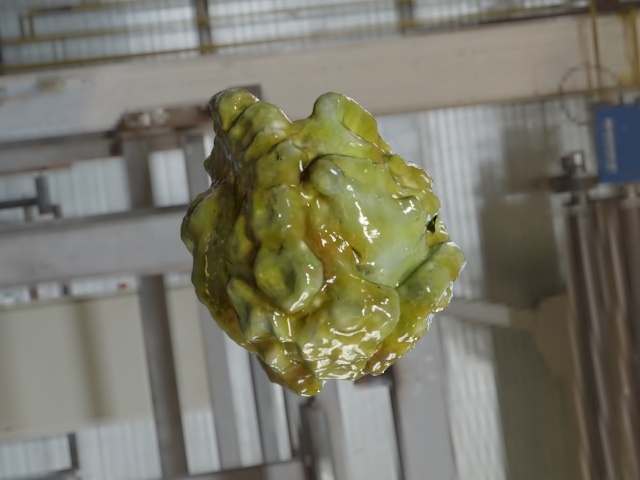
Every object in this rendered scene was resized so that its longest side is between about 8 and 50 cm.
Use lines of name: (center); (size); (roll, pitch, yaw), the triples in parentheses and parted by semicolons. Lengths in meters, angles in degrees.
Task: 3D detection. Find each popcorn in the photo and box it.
popcorn: (-0.001, -0.006, 1.612); (0.335, 0.279, 0.274); (-93, -159, -49)
